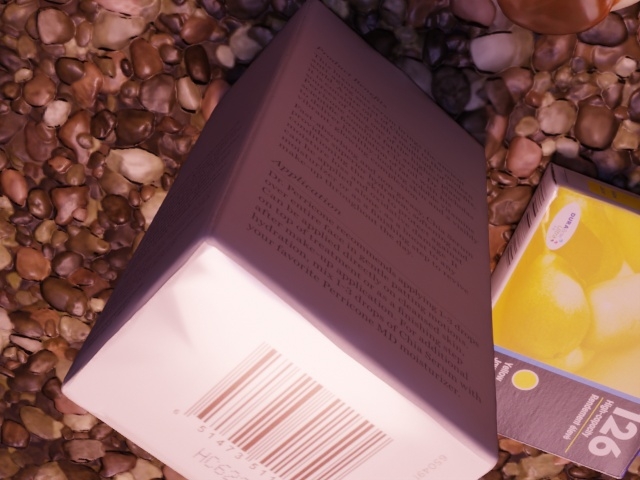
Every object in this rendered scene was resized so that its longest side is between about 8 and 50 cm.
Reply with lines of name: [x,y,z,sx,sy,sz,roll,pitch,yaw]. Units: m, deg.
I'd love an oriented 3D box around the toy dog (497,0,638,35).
toy dog: [0.299,-0.294,0.703,0.407,0.285,0.395,-7,152,11]

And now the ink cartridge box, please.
ink cartridge box: [0.312,0.106,1.019,0.307,0.072,0.304,21,120,-1]

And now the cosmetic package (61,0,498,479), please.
cosmetic package: [0.000,0.000,0.778,0.230,0.453,0.161,40,118,-14]
